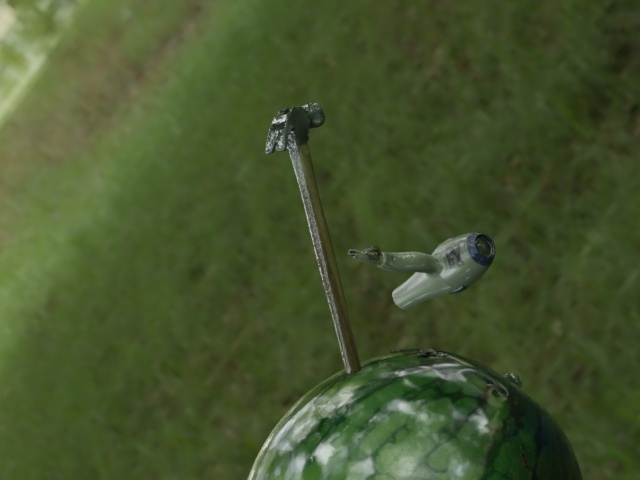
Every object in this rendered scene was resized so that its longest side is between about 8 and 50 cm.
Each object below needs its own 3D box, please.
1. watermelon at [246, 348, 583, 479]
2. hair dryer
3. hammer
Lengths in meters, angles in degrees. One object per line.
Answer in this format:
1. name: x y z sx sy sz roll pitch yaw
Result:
1. watermelon: 0.087 0.277 1.838 0.363 0.363 0.363 -49 13 15
2. hair dryer: 0.096 0.044 2.271 0.167 0.199 0.067 129 131 -56
3. hammer: 0.000 0.000 1.246 0.017 0.182 0.062 -12 2 30
